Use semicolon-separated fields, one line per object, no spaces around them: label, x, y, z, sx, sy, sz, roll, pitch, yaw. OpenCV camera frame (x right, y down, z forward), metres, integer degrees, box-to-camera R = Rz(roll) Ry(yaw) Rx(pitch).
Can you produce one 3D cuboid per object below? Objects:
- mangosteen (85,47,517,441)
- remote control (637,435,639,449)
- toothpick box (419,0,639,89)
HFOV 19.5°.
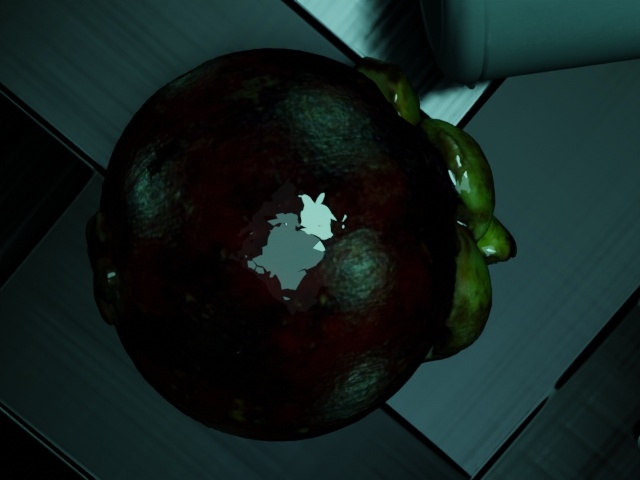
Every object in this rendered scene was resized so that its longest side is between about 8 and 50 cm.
mangosteen;-0.019;0.002;1.373;0.311;0.311;0.311;0;97;-1
remote control;0.398;0.109;1.505;0.293;0.051;0.103;-40;97;4
toothpick box;0.250;-0.246;1.354;0.355;0.263;0.263;-7;97;-2
